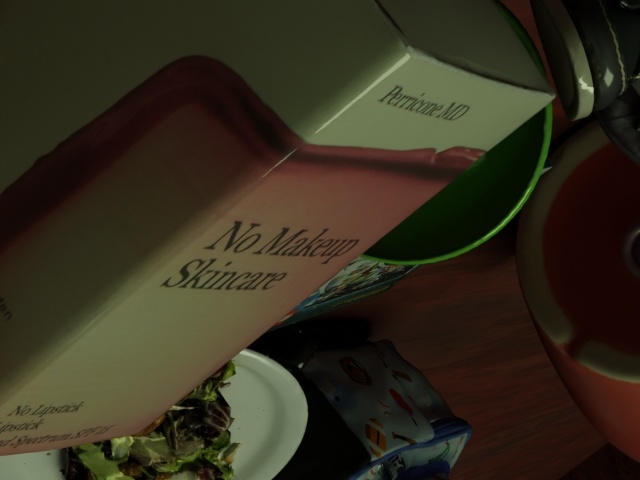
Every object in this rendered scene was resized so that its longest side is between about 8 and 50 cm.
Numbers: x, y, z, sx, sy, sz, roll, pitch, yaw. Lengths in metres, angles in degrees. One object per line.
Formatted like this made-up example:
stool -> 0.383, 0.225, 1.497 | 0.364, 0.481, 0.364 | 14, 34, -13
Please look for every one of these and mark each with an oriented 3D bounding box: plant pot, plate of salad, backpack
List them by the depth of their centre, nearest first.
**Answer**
plate of salad -> -0.102, 0.131, 1.112 | 0.200, 0.048, 0.199 | -10, 140, -9
plant pot -> 0.264, 0.028, 1.295 | 0.275, 0.275, 0.243 | -37, 155, 11
backpack -> -0.005, 0.187, 1.323 | 0.276, 0.213, 0.263 | -45, 172, 25

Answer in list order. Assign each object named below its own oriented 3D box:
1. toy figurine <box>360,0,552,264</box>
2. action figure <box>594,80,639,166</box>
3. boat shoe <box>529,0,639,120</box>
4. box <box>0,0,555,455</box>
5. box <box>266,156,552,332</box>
toy figurine -> 0.038, -0.053, 0.879 | 0.173, 0.130, 0.159 | -15, 179, 17
action figure -> 0.273, -0.150, 1.048 | 0.185, 0.099, 0.285 | -16, 154, -34
boat shoe -> 0.127, -0.106, 0.817 | 0.065, 0.075, 0.206 | -14, -166, 9
box -> -0.055, -0.036, 0.677 | 0.232, 0.127, 0.149 | -39, 163, 20
box -> 0.000, 0.000, 1.015 | 0.233, 0.044, 0.159 | -16, 164, -46
